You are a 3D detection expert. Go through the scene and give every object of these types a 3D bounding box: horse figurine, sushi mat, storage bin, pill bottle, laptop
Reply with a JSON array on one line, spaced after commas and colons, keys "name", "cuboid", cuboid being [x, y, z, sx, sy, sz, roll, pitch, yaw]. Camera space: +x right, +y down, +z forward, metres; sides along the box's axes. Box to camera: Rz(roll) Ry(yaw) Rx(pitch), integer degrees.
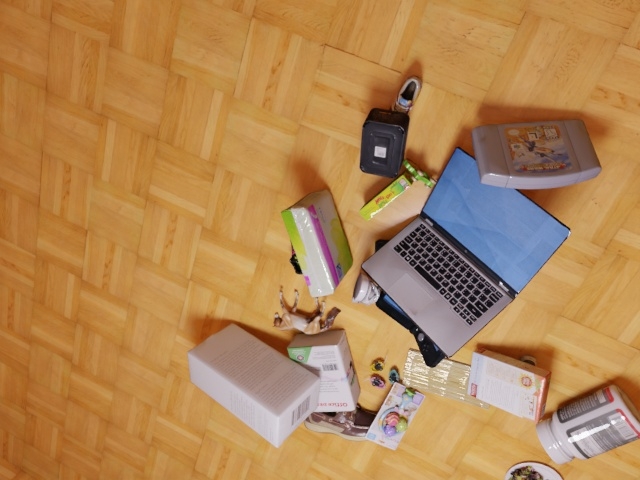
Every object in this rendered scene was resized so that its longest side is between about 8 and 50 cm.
[{"name": "horse figurine", "cuboid": [-0.061, 0.282, 1.682, 0.263, 0.066, 0.174, 10, 106, 17]}, {"name": "sushi mat", "cuboid": [0.455, 0.492, 1.613, 0.316, 0.019, 0.151, 13, 112, 13]}, {"name": "storage bin", "cuboid": [0.188, -0.287, 1.347, 0.122, 0.084, 0.180, 13, 135, 13]}, {"name": "pill bottle", "cuboid": [0.852, 0.591, 1.440, 0.283, 0.161, 0.161, -40, 93, 26]}, {"name": "laptop", "cuboid": [0.371, 0.031, 1.268, 0.408, 0.236, 0.382, -40, 62, -7]}]

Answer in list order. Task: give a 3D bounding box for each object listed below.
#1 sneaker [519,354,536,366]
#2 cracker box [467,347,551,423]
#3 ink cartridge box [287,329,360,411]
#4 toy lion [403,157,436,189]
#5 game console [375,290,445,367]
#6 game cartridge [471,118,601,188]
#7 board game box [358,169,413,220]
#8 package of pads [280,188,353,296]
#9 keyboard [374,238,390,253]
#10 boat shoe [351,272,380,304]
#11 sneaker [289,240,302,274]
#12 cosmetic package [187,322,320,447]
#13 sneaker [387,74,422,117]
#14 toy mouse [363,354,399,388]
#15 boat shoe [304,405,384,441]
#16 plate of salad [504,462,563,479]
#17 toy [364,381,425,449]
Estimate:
[{"name": "sneaker", "cuboid": [0.661, 0.462, 1.502, 0.065, 0.076, 0.166, 20, 114, 12]}, {"name": "cracker box", "cuboid": [0.603, 0.461, 1.463, 0.232, 0.067, 0.155, 14, 104, 41]}, {"name": "ink cartridge box", "cuboid": [0.017, 0.490, 1.702, 0.201, 0.117, 0.278, -9, 106, 21]}, {"name": "toy lion", "cuboid": [0.296, -0.209, 1.380, 0.100, 0.096, 0.034, 22, 123, -36]}, {"name": "game console", "cuboid": [0.338, 0.206, 1.435, 0.173, 0.250, 0.293, 22, 118, -21]}, {"name": "game cartridge", "cuboid": [0.567, -0.228, 1.200, 0.297, 0.198, 0.062, -3, 145, 5]}, {"name": "board game box", "cuboid": [0.208, -0.142, 1.423, 0.181, 0.092, 0.043, -39, 94, 26]}, {"name": "package of pads", "cuboid": [0.000, 0.000, 1.469, 0.101, 0.229, 0.296, -12, 106, 25]}, {"name": "keyboard", "cuboid": [0.333, 0.103, 1.507, 0.317, 0.033, 0.201, 8, 110, 17]}, {"name": "boat shoe", "cuboid": [0.155, 0.165, 1.487, 0.084, 0.258, 0.095, 12, 82, 3]}, {"name": "sneaker", "cuboid": [-0.076, 0.046, 1.595, 0.063, 0.075, 0.170, -3, 108, 19]}, {"name": "cosmetic package", "cuboid": [-0.248, 0.509, 1.656, 0.453, 0.230, 0.161, 24, 125, 30]}, {"name": "sneaker", "cuboid": [0.237, -0.392, 1.327, 0.069, 0.084, 0.185, 24, 114, 9]}, {"name": "toy mouse", "cuboid": [0.240, 0.507, 1.683, 0.143, 0.031, 0.161, 47, 116, -2]}, {"name": "boat shoe", "cuboid": [0.093, 0.674, 1.747, 0.342, 0.123, 0.123, 1, 107, 22]}, {"name": "plate of salad", "cuboid": [0.773, 0.890, 1.638, 0.200, 0.048, 0.200, 6, 112, 16]}, {"name": "toy", "cuboid": [0.279, 0.650, 1.649, 0.137, 0.056, 0.237, 27, 90, -12]}]
